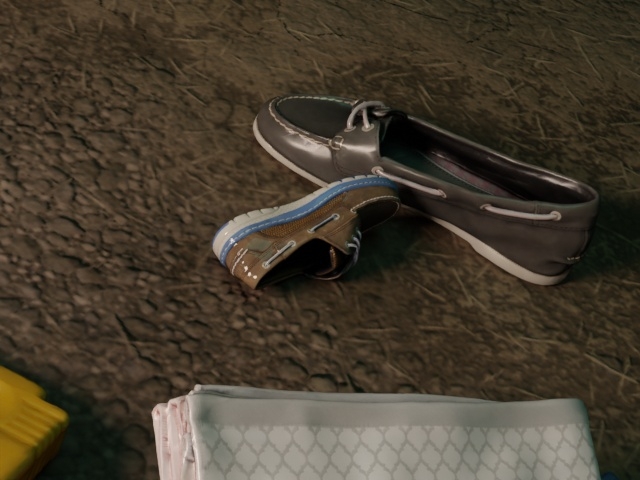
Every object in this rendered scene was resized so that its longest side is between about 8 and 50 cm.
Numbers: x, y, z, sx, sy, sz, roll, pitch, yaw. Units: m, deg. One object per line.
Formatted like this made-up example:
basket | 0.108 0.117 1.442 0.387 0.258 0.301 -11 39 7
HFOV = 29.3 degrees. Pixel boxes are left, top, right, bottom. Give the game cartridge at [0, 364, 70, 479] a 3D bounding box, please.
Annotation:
game cartridge | -0.331 0.113 0.711 0.285 0.053 0.324 26 23 4

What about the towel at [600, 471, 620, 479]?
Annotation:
towel | 0.233 0.234 0.916 0.067 0.029 0.119 -15 53 -35

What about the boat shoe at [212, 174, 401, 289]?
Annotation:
boat shoe | 0.000 0.000 1.048 0.183 0.066 0.066 -21 60 -26

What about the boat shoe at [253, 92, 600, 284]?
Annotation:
boat shoe | 0.102 -0.075 1.141 0.335 0.095 0.112 26 41 5

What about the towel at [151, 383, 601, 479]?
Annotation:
towel | 0.071 0.240 0.740 0.331 0.053 0.317 6 58 -29
